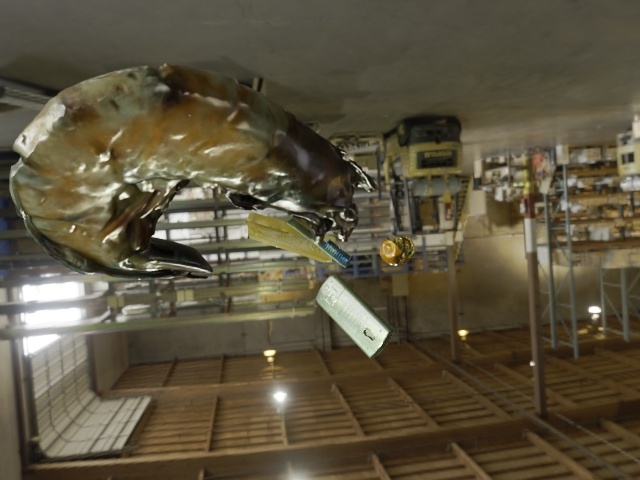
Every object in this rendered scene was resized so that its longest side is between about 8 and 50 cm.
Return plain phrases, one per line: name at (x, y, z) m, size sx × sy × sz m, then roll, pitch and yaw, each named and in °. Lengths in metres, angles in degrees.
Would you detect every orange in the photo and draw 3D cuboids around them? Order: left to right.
orange at (0.188, 0.029, 1.238) m, size 0.086 × 0.062 × 0.086 m, roll -5°, pitch 141°, yaw -4°

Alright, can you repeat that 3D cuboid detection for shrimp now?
shrimp at (-0.092, -0.031, 0.476) m, size 0.233 × 0.071 × 0.365 m, roll -39°, pitch 150°, yaw 19°

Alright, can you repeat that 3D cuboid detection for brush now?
brush at (0.000, 0.000, 1.201) m, size 0.033 × 0.178 × 0.030 m, roll -50°, pitch 177°, yaw -48°

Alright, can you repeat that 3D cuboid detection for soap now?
soap at (-0.080, -0.005, 1.392) m, size 0.251 × 0.037 × 0.092 m, roll 17°, pitch 147°, yaw 5°

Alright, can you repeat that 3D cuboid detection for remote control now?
remote control at (0.084, 0.190, 1.309) m, size 0.233 × 0.098 × 0.038 m, roll 44°, pitch -158°, yaw 31°
